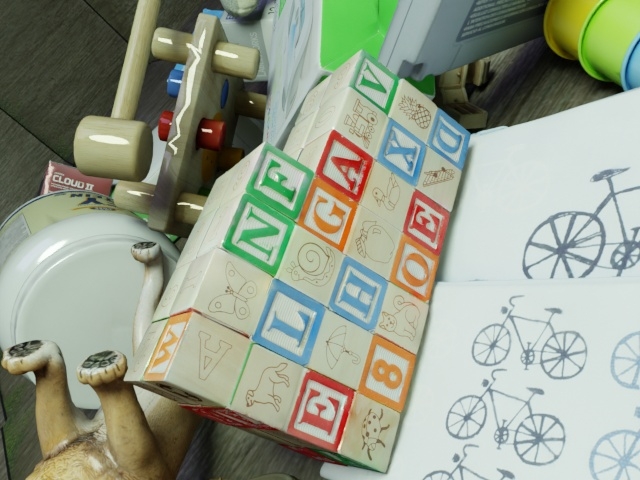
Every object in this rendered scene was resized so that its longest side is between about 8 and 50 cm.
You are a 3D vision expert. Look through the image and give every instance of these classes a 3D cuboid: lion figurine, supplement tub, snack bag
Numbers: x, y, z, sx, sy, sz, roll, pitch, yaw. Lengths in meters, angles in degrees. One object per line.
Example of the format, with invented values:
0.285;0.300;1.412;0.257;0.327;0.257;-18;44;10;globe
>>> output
-0.161;0.160;0.525;0.142;0.240;0.392;0;21;17;lion figurine
-0.312;0.064;0.772;0.235;0.235;0.325;-53;32;-10;supplement tub
0.147;0.031;0.377;0.323;0.037;0.342;-8;54;60;snack bag

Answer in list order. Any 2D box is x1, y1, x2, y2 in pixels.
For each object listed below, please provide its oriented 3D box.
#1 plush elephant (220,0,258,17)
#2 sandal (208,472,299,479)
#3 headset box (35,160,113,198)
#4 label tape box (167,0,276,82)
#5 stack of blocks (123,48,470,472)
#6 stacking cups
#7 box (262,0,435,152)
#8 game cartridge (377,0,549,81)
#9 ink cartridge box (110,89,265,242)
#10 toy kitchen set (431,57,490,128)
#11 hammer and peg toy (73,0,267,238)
0.017;-0.451;0.743;0.330;0.271;0.255;-27;36;-29;plush elephant
-0.092;0.235;0.499;0.180;0.049;0.072;-19;40;38;sandal
-0.472;-0.005;1.034;0.218;0.110;0.292;-4;73;61;headset box
-0.073;-0.379;0.957;0.348;0.115;0.249;2;48;9;label tape box
0.000;0.000;0.444;0.087;0.171;0.297;-21;43;55;stack of blocks
0.277;-0.124;0.429;0.096;0.096;0.316;-35;35;19;stacking cups
0.025;-0.229;0.663;0.231;0.127;0.261;140;136;-64;box
0.188;-0.259;0.502;0.294;0.060;0.196;-27;-21;-32;game cartridge
-0.229;-0.149;1.017;0.289;0.121;0.211;-40;33;11;ink cartridge box
0.172;-0.177;0.635;0.068;0.083;0.075;-7;30;-14;toy kitchen set
-0.148;-0.134;0.695;0.361;0.128;0.265;95;-172;-86;hammer and peg toy
